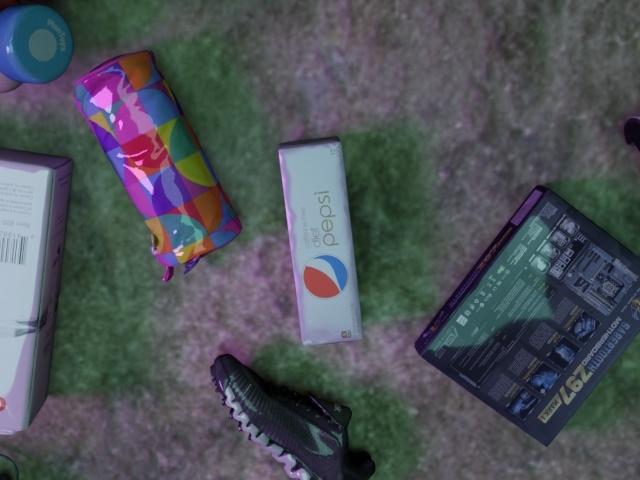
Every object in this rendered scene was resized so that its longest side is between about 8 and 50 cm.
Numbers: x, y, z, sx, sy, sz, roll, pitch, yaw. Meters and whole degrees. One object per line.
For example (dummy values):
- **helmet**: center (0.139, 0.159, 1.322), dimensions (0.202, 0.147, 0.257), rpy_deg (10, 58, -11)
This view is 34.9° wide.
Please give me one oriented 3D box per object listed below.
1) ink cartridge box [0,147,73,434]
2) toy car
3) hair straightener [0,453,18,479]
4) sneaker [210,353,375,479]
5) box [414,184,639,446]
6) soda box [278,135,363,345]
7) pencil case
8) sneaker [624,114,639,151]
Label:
- **ink cartridge box**: center (-0.386, 0.041, 1.072), dimensions (0.207, 0.117, 0.282), rpy_deg (8, 99, -4)
- **toy car**: center (-0.313, -0.289, 0.992), dimensions (0.238, 0.219, 0.210), rpy_deg (-57, 133, -23)
- **hair straightener**: center (-0.363, 0.330, 1.171), dimensions (0.089, 0.047, 0.230), rpy_deg (-16, 95, -17)
- **sneaker**: center (-0.023, 0.201, 1.136), dimensions (0.106, 0.078, 0.234), rpy_deg (-38, 103, 2)
- **box**: center (0.246, 0.084, 1.130), dimensions (0.183, 0.059, 0.232), rpy_deg (35, 96, -7)
- **soda box**: center (0.000, 0.000, 1.099), dimensions (0.069, 0.074, 0.216), rpy_deg (-7, 100, -1)
- **pencil case**: center (-0.172, -0.080, 1.070), dimensions (0.105, 0.104, 0.236), rpy_deg (-24, 98, 3)
- **sneaker**: center (0.468, -0.018, 1.073), dimensions (0.146, 0.122, 0.330), rpy_deg (-27, 88, -4)
